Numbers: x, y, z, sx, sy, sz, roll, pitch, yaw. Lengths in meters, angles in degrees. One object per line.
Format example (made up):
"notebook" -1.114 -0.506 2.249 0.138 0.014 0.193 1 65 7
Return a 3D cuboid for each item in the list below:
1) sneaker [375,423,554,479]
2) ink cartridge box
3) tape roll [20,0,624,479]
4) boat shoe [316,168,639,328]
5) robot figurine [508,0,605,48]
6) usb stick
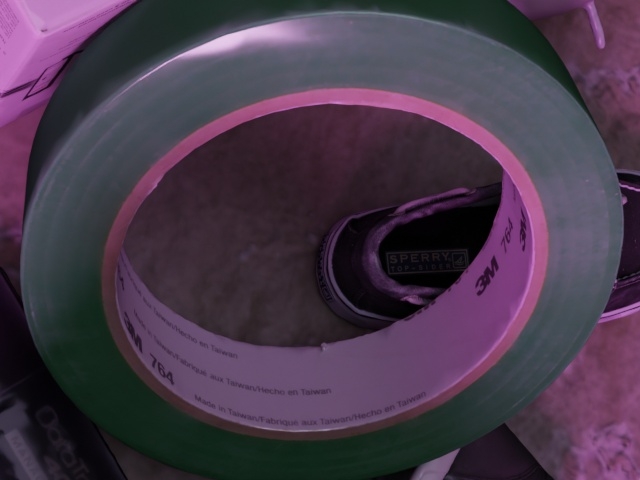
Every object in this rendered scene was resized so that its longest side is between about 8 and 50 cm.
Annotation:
"sneaker" 0.069 0.242 0.817 0.147 0.104 0.295 37 65 -7
"ink cartridge box" -0.179 -0.158 0.732 0.086 0.203 0.148 -32 94 -26
"tape roll" 0.000 0.000 0.732 0.321 0.321 0.077 15 33 -19
"boat shoe" 0.154 -0.001 0.895 0.306 0.105 0.113 0 81 -22
"robot figurine" 0.093 -0.282 0.867 0.353 0.200 0.300 37 108 -12
"usb stick" -0.154 0.140 0.777 0.077 0.045 0.278 -32 94 -31
